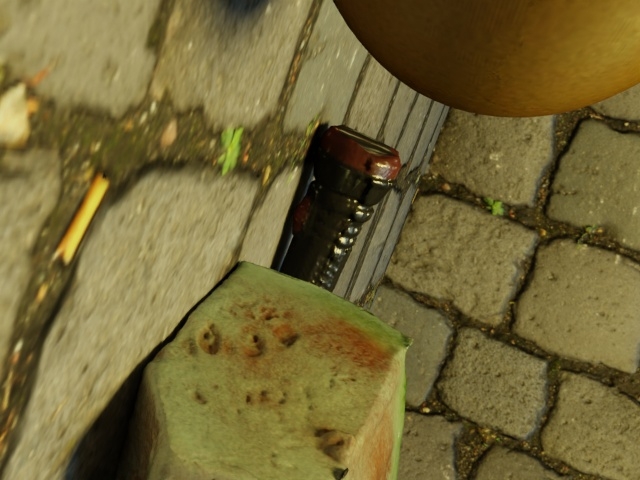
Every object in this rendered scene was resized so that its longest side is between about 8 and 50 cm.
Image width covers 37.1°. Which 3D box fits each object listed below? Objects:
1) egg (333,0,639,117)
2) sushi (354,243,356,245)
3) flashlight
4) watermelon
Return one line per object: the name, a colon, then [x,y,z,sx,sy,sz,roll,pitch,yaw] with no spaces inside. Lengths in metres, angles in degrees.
egg: [0.128,-0.231,0.504,0.282,0.283,0.351,-58,166,-50]
sushi: [0.010,0.007,1.112,0.118,0.060,0.061,-61,164,-44]
flashlight: [0.000,0.000,0.983,0.232,0.093,0.093,-65,173,16]
watermelon: [-0.059,0.181,0.703,0.258,0.229,0.387,72,34,-62]
